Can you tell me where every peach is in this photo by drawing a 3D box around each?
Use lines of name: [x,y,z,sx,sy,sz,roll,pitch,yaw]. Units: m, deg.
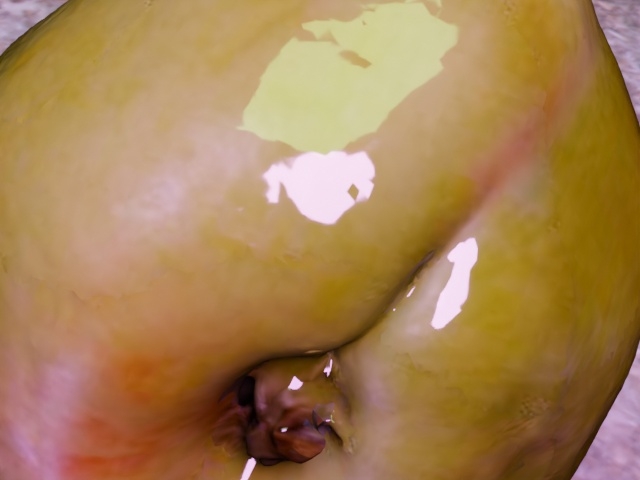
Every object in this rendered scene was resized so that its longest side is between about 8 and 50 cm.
peach: [-0.005,0.005,0.672,0.314,0.281,0.315,-33,13,6]
